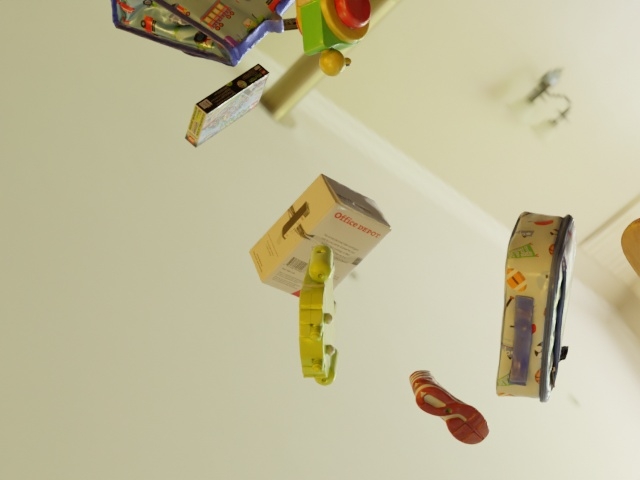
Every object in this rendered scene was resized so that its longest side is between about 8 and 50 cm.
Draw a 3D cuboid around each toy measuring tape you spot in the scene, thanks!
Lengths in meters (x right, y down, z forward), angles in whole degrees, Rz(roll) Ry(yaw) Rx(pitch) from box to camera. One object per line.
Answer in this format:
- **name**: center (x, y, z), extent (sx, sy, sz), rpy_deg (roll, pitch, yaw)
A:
- **toy measuring tape**: center (0.017, -0.414, 1.670), extent (0.121, 0.121, 0.330), rpy_deg (12, -109, -59)

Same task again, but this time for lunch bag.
- **lunch bag**: center (-0.181, -0.422, 1.792), extent (0.293, 0.221, 0.138), rpy_deg (27, 150, 21)
- **lunch bag**: center (0.363, 0.118, 1.795), extent (0.115, 0.303, 0.243), rpy_deg (6, -153, 15)

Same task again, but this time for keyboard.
- **keyboard**: center (-0.064, -0.426, 2.090), extent (0.108, 0.180, 0.023), rpy_deg (-24, -69, -47)

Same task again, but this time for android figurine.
- **android figurine**: center (0.000, 0.139, 1.906), extent (0.273, 0.056, 0.248), rpy_deg (-78, -13, -69)

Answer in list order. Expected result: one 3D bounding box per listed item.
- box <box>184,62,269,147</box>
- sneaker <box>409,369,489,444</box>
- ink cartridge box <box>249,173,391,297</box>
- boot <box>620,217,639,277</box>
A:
- **box**: center (-0.200, -0.292, 2.293), extent (0.036, 0.114, 0.207), rpy_deg (41, -128, 11)
- **sneaker**: center (0.285, 0.358, 2.374), extent (0.221, 0.087, 0.128), rpy_deg (43, -169, -26)
- **ink cartridge box**: center (0.000, 0.000, 2.479), extent (0.197, 0.273, 0.114), rpy_deg (25, -152, -41)
- **boot**: center (0.540, -0.019, 1.613), extent (0.295, 0.104, 0.211), rpy_deg (29, -140, -29)
